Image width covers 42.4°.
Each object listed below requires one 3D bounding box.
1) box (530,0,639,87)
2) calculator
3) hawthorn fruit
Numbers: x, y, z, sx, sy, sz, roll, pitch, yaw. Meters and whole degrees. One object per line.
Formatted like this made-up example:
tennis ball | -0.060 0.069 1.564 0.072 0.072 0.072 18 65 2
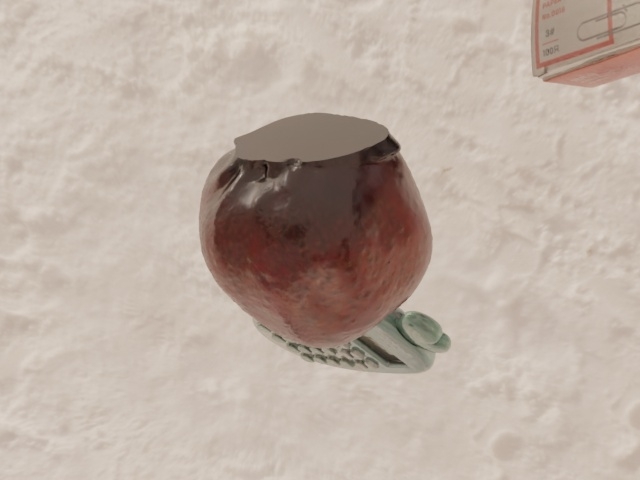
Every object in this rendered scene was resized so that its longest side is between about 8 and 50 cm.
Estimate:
box | 0.316 -0.246 0.872 0.099 0.182 0.133 2 86 -29
calculator | 0.035 0.111 1.012 0.184 0.295 0.042 40 59 -33
hawthorn fruit | 0.000 0.000 0.796 0.215 0.249 0.215 -17 48 19
